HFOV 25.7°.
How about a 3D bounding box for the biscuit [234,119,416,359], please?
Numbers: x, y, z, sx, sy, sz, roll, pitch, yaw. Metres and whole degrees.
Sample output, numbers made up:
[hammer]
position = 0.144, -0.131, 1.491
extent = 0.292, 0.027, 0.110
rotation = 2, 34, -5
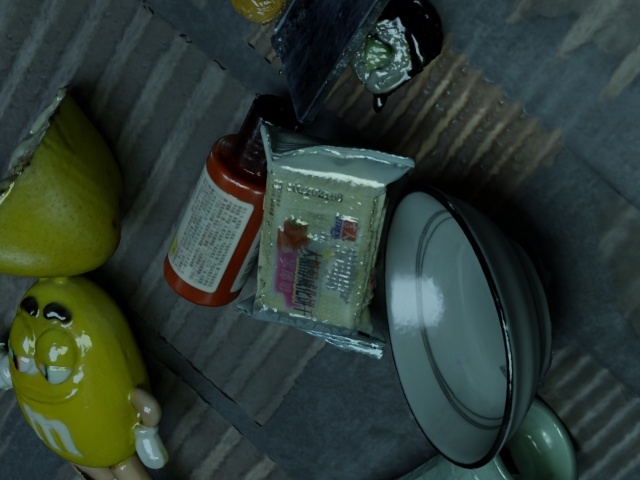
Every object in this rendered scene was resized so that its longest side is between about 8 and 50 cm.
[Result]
[biscuit]
position = 0.005, 0.002, 1.580
extent = 0.186, 0.079, 0.309
rotation = 15, 129, 7

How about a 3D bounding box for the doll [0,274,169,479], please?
[doll]
position = -0.326, 0.232, 1.917
extent = 0.348, 0.161, 0.423
rotation = -27, 100, 47

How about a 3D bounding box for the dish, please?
[dish]
position = 0.171, 0.085, 1.526
extent = 0.316, 0.106, 0.316
rotation = 170, 90, -70

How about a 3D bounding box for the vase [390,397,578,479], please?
[vase]
position = 0.157, 0.305, 1.685
extent = 0.143, 0.143, 0.299
rotation = 49, 132, -1

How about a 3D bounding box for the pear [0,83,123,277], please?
[pear]
position = -0.324, -0.040, 1.724
extent = 0.178, 0.267, 0.267
rotation = 35, 129, -11

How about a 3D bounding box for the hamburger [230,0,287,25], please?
[hamburger]
position = -0.067, -0.282, 1.553
extent = 0.076, 0.044, 0.083
rotation = 32, 124, 20

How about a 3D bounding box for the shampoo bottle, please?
[shampoo bottle]
position = -0.097, -0.051, 1.657
extent = 0.104, 0.104, 0.278
rotation = 35, 127, 10

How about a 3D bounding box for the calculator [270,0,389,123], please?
[calculator]
position = 0.022, -0.258, 1.465
extent = 0.021, 0.161, 0.262
rotation = 11, 135, -28

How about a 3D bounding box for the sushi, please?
[sushi]
position = 0.080, -0.203, 1.486
extent = 0.094, 0.084, 0.098
rotation = -20, 108, 33
